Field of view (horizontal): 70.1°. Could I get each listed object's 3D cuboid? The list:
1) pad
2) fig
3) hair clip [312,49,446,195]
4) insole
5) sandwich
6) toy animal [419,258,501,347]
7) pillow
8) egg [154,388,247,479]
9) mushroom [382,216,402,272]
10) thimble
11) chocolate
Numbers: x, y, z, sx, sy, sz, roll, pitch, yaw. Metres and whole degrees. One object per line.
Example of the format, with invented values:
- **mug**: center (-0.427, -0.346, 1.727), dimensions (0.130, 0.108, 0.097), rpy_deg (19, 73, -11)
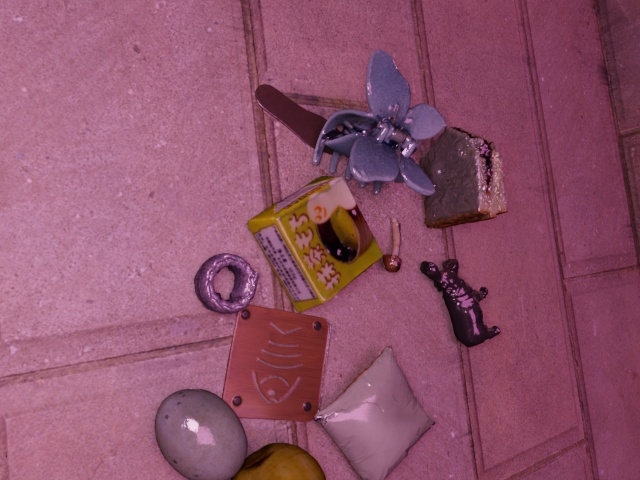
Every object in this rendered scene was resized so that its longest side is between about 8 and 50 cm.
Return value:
- **pad**: center (-0.109, 0.330, 1.219), dimensions (0.287, 0.018, 0.284), rpy_deg (15, 76, -27)
- **fig**: center (-0.082, 0.603, 1.073), dimensions (0.271, 0.239, 0.239), rpy_deg (26, 69, -48)
- **hair clip**: center (0.169, -0.280, 1.335), dimensions (0.318, 0.238, 0.392), rpy_deg (20, 71, -30)
- **insole**: center (-0.052, -0.352, 1.354), dimensions (0.328, 0.007, 0.111), rpy_deg (30, 68, -24)
- **sandwich**: center (0.453, -0.213, 1.489), dimensions (0.131, 0.262, 0.325), rpy_deg (0, 83, -29)
- **toy animal**: center (0.471, 0.190, 1.539), dimensions (0.168, 0.106, 0.343), rpy_deg (-31, 93, -23)
- **pillow**: center (0.167, 0.509, 1.298), dimensions (0.312, 0.119, 0.310), rpy_deg (-38, 106, -29)
- **egg**: center (-0.265, 0.435, 1.018), dimensions (0.169, 0.169, 0.236), rpy_deg (-41, 106, -29)
- **mushroom**: center (0.230, 0.016, 1.452), dimensions (0.060, 0.061, 0.187), rpy_deg (32, 55, -38)
- **thimble**: center (-0.232, 0.107, 1.127), dimensions (0.150, 0.098, 0.150), rpy_deg (4, 81, -30)
- **chocolate**: center (0.000, 0.000, 1.259), dimensions (0.289, 0.137, 0.300), rpy_deg (-35, 101, -30)
